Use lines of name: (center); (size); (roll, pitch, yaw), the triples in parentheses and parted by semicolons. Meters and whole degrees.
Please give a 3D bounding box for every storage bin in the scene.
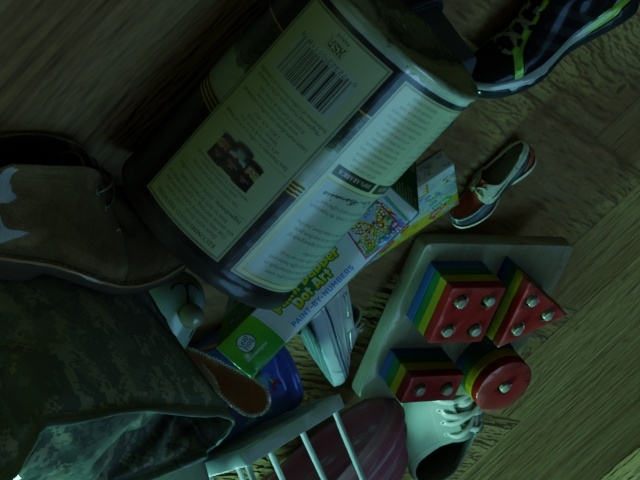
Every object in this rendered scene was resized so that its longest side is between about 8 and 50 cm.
storage bin: (0.098, -0.171, 1.661); (0.098, 0.091, 0.135); (-23, 150, -28)

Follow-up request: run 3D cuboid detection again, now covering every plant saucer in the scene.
plant saucer: (0.003, 0.352, 2.235); (0.332, 0.084, 0.332); (-41, -172, 7)

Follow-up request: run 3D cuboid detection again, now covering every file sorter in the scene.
file sorter: (-0.097, 0.324, 1.968); (0.277, 0.173, 0.193); (-23, -178, 40)

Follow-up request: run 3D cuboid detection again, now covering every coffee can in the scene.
coffee can: (-0.019, -0.101, 1.494); (0.275, 0.201, 0.201); (-46, 153, 17)

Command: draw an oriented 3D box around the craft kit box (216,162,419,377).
craft kit box: (0.000, 0.000, 1.703); (0.247, 0.061, 0.250); (-48, -169, 15)

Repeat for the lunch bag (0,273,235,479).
lunch bag: (-0.239, 0.118, 1.534); (0.287, 0.235, 0.169); (-1, 138, -51)

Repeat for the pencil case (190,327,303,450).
pencil case: (-0.171, 0.191, 1.887); (0.306, 0.133, 0.119); (-22, -167, -29)

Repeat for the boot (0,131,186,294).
boot: (-0.212, -0.027, 1.492); (0.305, 0.112, 0.115); (5, 123, -52)

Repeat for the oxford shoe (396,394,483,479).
oxford shoe: (0.193, 0.217, 2.393); (0.169, 0.130, 0.449); (-21, 148, -24)

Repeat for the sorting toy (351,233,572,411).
sorting toy: (0.207, 0.122, 2.174); (0.255, 0.089, 0.257); (1, 124, -34)

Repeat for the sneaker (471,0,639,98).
sneaker: (0.242, -0.250, 1.763); (0.234, 0.084, 0.097); (-35, 131, -8)

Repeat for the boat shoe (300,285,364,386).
boat shoe: (0.021, 0.111, 2.039); (0.075, 0.083, 0.226); (-32, 153, -9)

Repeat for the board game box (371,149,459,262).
board game box: (0.095, -0.035, 1.959); (0.154, 0.026, 0.103); (-34, 154, -8)

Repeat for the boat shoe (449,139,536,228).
boat shoe: (0.212, -0.071, 2.026); (0.137, 0.049, 0.043); (-42, 151, 3)

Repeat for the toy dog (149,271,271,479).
toy dog: (-0.156, 0.216, 1.726); (0.220, 0.161, 0.334); (-26, 116, -29)
